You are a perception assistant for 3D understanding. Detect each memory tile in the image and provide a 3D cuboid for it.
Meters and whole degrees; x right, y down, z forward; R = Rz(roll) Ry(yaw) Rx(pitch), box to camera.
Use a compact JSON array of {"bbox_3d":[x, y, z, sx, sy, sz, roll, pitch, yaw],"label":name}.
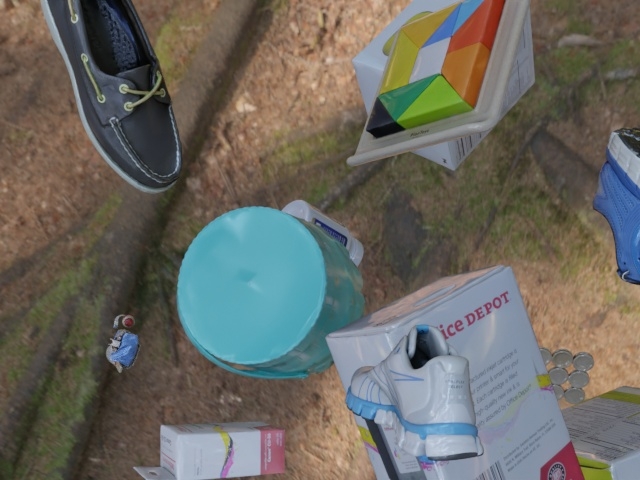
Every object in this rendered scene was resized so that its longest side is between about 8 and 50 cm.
[{"bbox_3d":[0.407,0.239,1.496,0.148,0.113,0.012,7,28,7],"label":"memory tile"}]

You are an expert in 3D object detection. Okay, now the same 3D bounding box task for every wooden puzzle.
[{"bbox_3d":[0.135,-0.201,0.968,0.221,0.044,0.238,-10,50,51],"label":"wooden puzzle"}]

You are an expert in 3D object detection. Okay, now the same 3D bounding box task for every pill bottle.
[{"bbox_3d":[0.000,0.000,1.789,0.112,0.187,0.112,-29,45,35],"label":"pill bottle"}]

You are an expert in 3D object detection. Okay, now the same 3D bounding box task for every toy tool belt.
[{"bbox_3d":[-0.302,0.159,1.293,0.052,0.051,0.083,14,93,-21],"label":"toy tool belt"}]

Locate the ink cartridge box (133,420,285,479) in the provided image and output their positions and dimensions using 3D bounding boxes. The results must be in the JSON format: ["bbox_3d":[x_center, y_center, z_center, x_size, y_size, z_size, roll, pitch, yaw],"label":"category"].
[{"bbox_3d":[-0.163,0.303,1.212,0.198,0.115,0.067,2,84,-23],"label":"ink cartridge box"}]

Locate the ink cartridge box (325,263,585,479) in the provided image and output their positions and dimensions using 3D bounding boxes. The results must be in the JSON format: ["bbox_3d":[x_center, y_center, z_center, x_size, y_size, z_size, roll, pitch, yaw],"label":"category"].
[{"bbox_3d":[0.168,0.210,1.002,0.226,0.131,0.306,-22,93,-37],"label":"ink cartridge box"}]

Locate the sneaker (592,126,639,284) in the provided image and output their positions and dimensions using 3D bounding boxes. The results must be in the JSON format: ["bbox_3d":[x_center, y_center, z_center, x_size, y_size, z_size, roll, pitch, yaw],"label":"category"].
[{"bbox_3d":[0.429,0.012,0.952,0.130,0.147,0.330,-5,42,-22],"label":"sneaker"}]

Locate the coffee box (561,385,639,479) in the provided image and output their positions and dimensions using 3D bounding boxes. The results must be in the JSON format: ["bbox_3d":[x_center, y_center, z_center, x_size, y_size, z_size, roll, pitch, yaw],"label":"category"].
[{"bbox_3d":[0.622,0.509,1.640,0.335,0.338,0.337,-16,93,-20],"label":"coffee box"}]

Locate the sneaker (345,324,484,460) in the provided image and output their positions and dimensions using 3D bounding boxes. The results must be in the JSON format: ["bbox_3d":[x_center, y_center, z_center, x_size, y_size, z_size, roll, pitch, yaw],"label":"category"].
[{"bbox_3d":[0.071,0.103,0.630,0.071,0.191,0.082,3,90,-17],"label":"sneaker"}]

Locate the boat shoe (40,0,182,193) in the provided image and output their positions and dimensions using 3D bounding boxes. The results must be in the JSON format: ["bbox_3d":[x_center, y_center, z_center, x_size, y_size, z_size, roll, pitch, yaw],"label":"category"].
[{"bbox_3d":[-0.186,-0.152,0.773,0.081,0.069,0.227,-31,100,-35],"label":"boat shoe"}]

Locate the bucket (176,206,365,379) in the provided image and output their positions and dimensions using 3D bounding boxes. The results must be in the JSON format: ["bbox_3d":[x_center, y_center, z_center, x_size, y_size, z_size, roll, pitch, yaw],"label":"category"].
[{"bbox_3d":[-0.080,0.081,1.318,0.281,0.183,0.281,-4,78,17],"label":"bucket"}]

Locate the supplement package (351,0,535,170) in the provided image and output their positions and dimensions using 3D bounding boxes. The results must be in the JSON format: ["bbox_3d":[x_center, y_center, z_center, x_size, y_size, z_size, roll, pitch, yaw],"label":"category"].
[{"bbox_3d":[0.231,-0.310,1.528,0.199,0.198,0.262,30,67,34],"label":"supplement package"}]
